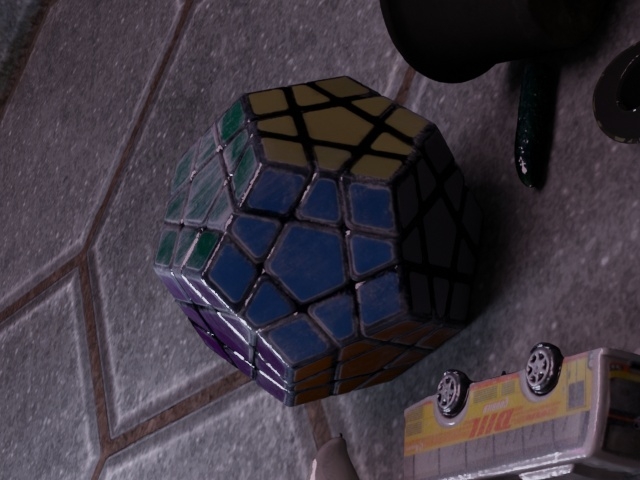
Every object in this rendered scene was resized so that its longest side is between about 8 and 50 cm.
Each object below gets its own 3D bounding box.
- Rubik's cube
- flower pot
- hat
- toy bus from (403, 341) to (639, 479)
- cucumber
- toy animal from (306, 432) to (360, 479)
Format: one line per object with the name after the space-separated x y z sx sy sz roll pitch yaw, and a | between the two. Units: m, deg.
0.000 0.000 1.618 0.319 0.319 0.264 -61 1 9 | Rubik's cube
0.183 -0.261 1.595 0.148 0.235 0.235 13 79 44 | flower pot
0.286 -0.127 1.435 0.121 0.050 0.121 -48 26 33 | hat
0.170 0.154 1.376 0.268 0.092 0.106 -24 57 54 | toy bus
0.202 -0.107 1.599 0.032 0.032 0.133 -29 45 51 | cucumber
-0.024 0.341 1.501 0.325 0.154 0.208 -59 29 17 | toy animal
